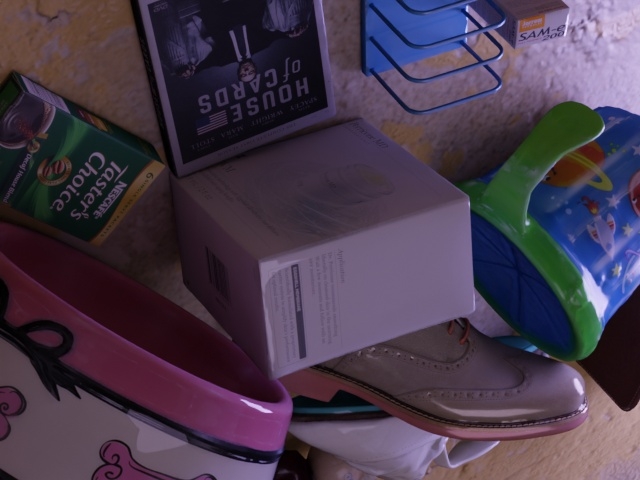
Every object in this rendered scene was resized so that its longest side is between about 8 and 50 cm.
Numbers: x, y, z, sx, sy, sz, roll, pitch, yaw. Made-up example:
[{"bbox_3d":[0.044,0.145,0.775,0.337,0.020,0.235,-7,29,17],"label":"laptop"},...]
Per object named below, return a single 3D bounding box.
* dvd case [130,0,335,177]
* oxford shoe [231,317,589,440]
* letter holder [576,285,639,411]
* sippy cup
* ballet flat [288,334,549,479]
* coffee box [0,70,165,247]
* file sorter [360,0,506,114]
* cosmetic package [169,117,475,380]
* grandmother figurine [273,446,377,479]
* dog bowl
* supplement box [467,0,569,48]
[{"bbox_3d":[-0.080,-0.185,1.582,0.179,0.029,0.238,-23,135,-14],"label":"dvd case"},{"bbox_3d":[0.110,0.111,1.787,0.397,0.140,0.146,12,113,-7],"label":"oxford shoe"},{"bbox_3d":[0.463,0.083,2.028,0.152,0.214,0.301,-10,131,-27],"label":"letter holder"},{"bbox_3d":[0.285,-0.023,1.833,0.224,0.240,0.305,-39,-179,-14],"label":"sippy cup"},{"bbox_3d":[0.124,0.211,1.926,0.400,0.139,0.139,-13,133,-41],"label":"ballet flat"},{"bbox_3d":[-0.246,-0.073,1.560,0.113,0.040,0.184,-49,136,12],"label":"coffee box"},{"bbox_3d":[0.114,-0.224,1.620,0.118,0.104,0.170,-19,134,-18],"label":"file sorter"},{"bbox_3d":[0.000,0.000,1.635,0.225,0.224,0.138,-16,120,-21],"label":"cosmetic package"},{"bbox_3d":[-0.078,0.312,1.956,0.342,0.104,0.208,-27,155,-8],"label":"grandmother figurine"},{"bbox_3d":[-0.203,0.126,1.518,0.408,0.408,0.150,26,95,-44],"label":"dog bowl"},{"bbox_3d":[0.196,-0.236,1.667,0.062,0.098,0.036,-16,133,-21],"label":"supplement box"}]
